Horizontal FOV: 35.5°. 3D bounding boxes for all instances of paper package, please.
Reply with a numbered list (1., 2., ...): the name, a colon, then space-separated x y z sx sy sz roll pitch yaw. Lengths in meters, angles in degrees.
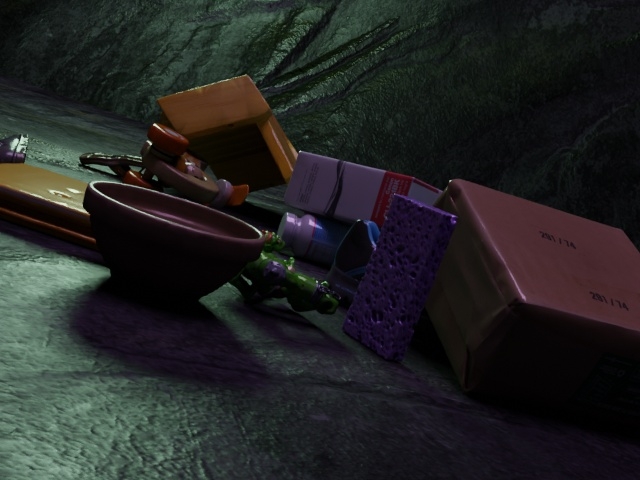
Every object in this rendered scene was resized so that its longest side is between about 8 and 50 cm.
1. paper package: 0.322 0.090 1.412 0.325 0.168 0.309 15 31 -23

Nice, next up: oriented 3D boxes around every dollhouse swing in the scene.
1. dollhouse swing: -0.177 -0.157 2.341 0.315 0.305 0.347 -14 -23 9

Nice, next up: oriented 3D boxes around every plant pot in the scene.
1. plant pot: -0.198 0.010 1.280 0.237 0.109 0.237 18 6 -2

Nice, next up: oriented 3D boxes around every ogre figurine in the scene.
1. ogre figurine: -0.067 0.049 1.411 0.118 0.097 0.197 35 10 -41

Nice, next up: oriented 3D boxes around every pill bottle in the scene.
1. pill bottle: 0.000 0.000 1.917 0.160 0.087 0.087 18 7 -12

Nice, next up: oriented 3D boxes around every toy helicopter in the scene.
1. toy helicopter: -0.270 -0.146 2.123 0.235 0.140 0.355 28 9 -9

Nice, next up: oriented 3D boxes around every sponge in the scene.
1. sponge: 0.105 0.048 1.355 0.031 0.210 0.117 16 8 -34

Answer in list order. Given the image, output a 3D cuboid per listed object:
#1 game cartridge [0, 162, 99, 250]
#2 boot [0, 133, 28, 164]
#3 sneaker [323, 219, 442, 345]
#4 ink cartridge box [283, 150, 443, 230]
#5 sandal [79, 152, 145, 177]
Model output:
1. game cartridge: -0.387 -0.053 1.544 0.285 0.052 0.323 18 5 1
2. boot: -0.625 -0.170 1.756 0.208 0.076 0.189 9 8 -16
3. sneaker: 0.174 0.078 1.572 0.341 0.139 0.125 22 5 14
4. ink cartridge box: 0.096 -0.076 1.941 0.273 0.114 0.197 15 -1 34
5. sandal: -0.442 -0.163 2.205 0.180 0.049 0.072 4 13 -3
